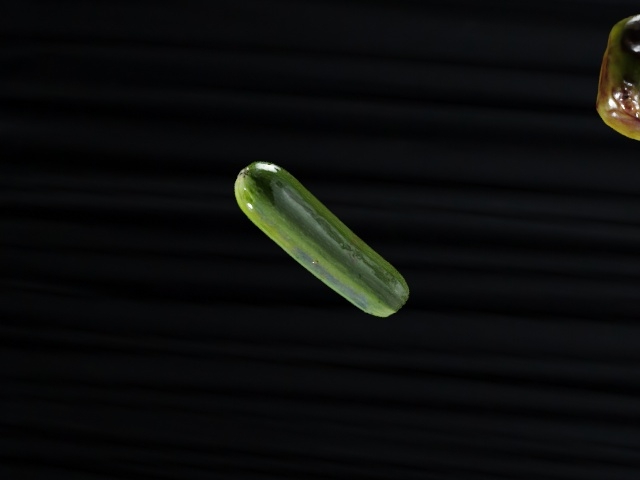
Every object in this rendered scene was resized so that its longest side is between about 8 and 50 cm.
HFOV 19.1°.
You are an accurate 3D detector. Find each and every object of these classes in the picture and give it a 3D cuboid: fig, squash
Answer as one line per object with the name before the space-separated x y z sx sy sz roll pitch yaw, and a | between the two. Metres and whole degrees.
fig | 0.375 -0.174 2.032 0.166 0.144 0.154 2 -42 -43
squash | 0.000 0.000 1.964 0.229 0.066 0.066 40 -132 -21
